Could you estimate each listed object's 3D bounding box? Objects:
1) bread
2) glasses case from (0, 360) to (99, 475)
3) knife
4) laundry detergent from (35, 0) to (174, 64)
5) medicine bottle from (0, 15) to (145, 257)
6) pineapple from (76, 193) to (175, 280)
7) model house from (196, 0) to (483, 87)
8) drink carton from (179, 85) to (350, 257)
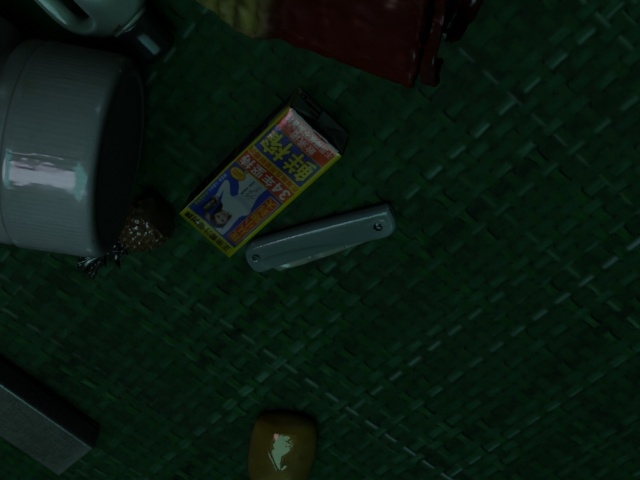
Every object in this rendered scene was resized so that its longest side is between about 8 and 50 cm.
[{"bbox_3d":[-0.047,0.259,1.072,0.082,0.056,0.115,12,124,-3],"label":"bread"},{"bbox_3d":[-0.364,0.194,1.066,0.071,0.047,0.205,-39,112,22],"label":"glasses case"},{"bbox_3d":[0.000,0.000,0.913,0.162,0.023,0.044,-15,119,16],"label":"knife"},{"bbox_3d":[-0.211,-0.238,0.749,0.099,0.070,0.226,-37,115,17],"label":"laundry detergent"},{"bbox_3d":[-0.337,-0.098,0.771,0.339,0.208,0.208,10,124,-1],"label":"medicine bottle"},{"bbox_3d":[-0.208,-0.002,0.918,0.124,0.058,0.058,-24,118,26],"label":"pineapple"},{"bbox_3d":[0.002,-0.250,0.649,0.253,0.160,0.196,17,135,9],"label":"model house"},{"bbox_3d":[-0.055,-0.063,0.859,0.071,0.056,0.165,44,117,-12],"label":"drink carton"}]
